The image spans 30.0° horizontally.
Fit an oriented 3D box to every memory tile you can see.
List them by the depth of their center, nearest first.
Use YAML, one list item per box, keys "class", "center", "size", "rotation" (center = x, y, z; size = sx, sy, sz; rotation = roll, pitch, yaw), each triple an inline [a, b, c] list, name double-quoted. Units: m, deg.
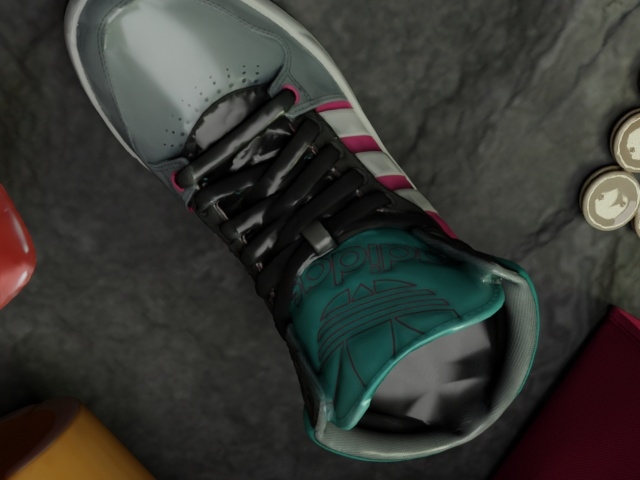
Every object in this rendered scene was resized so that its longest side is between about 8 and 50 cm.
- class: "memory tile"
  center: [0.230, -0.043, 0.697]
  size: [0.148, 0.012, 0.113]
  rotation: [17, 108, -21]

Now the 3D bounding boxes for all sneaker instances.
- class: "sneaker"
  center: [0.000, 0.000, 0.557]
  size: [0.124, 0.178, 0.295]
  rotation: [-42, 118, 6]

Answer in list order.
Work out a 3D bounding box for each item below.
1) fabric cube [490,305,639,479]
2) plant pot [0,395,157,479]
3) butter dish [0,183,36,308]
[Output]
- class: "fabric cube"
  center: [0.241, 0.241, 0.697]
  size: [0.259, 0.254, 0.258]
  rotation: [27, 103, -24]
- class: "plant pot"
  center: [-0.132, 0.192, 0.611]
  size: [0.205, 0.205, 0.188]
  rotation: [-28, 103, -2]
- class: "butter dish"
  center: [-0.205, 0.001, 0.542]
  size: [0.160, 0.118, 0.160]
  rotation: [-39, 78, 6]
